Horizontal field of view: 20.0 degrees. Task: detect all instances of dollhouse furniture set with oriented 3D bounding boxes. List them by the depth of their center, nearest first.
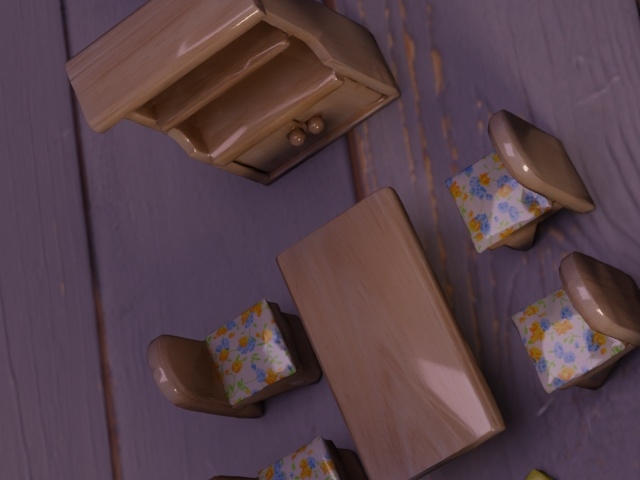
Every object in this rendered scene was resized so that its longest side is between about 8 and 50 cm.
[{"bbox_3d":[0.000,0.000,1.432,0.362,0.256,0.394,-33,66,21],"label":"dollhouse furniture set"}]

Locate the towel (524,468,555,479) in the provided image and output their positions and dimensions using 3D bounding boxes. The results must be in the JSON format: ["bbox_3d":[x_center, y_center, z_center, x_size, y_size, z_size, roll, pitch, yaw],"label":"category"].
[{"bbox_3d":[0.142,0.304,1.432,0.102,0.021,0.237,37,99,24],"label":"towel"}]
